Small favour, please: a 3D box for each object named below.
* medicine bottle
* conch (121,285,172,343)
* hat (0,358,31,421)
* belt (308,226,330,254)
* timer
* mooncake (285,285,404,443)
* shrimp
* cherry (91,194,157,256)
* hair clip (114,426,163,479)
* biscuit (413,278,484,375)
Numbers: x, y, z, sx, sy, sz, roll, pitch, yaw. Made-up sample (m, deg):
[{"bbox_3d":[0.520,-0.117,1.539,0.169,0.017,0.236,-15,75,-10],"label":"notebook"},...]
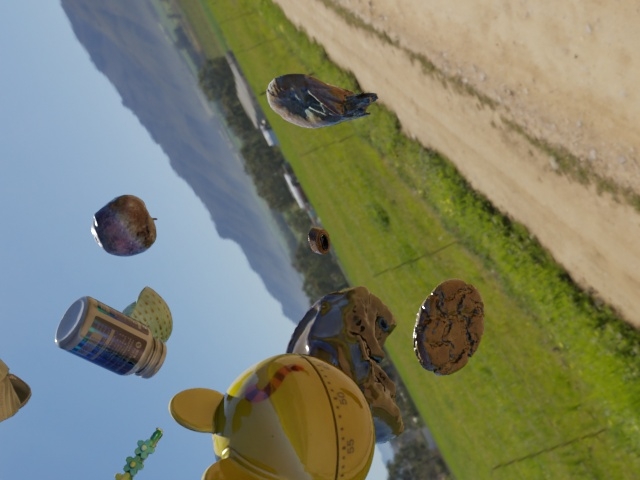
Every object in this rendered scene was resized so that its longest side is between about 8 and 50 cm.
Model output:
[{"bbox_3d":[-0.391,0.191,1.252,0.191,0.107,0.107,37,-166,-35],"label":"medicine bottle"},{"bbox_3d":[-0.428,0.215,1.608,0.131,0.172,0.200,37,-153,-17],"label":"conch"},{"bbox_3d":[-0.861,0.380,1.623,0.275,0.232,0.161,40,156,38],"label":"hat"},{"bbox_3d":[0.000,0.000,1.834,0.036,0.059,0.083,16,141,37],"label":"belt"},{"bbox_3d":[-0.093,0.406,1.350,0.376,0.386,0.376,1,92,60],"label":"timer"},{"bbox_3d":[0.086,0.332,1.729,0.246,0.393,0.394,44,168,-35],"label":"mooncake"},{"bbox_3d":[-0.001,-0.332,1.547,0.317,0.077,0.168,0,149,42],"label":"shrimp"},{"bbox_3d":[-0.598,-0.038,2.018,0.195,0.195,0.195,63,178,4],"label":"cherry"},{"bbox_3d":[-0.408,0.489,1.459,0.049,0.173,0.049,26,153,14],"label":"hair clip"},{"bbox_3d":[0.292,0.195,1.470,0.042,0.226,0.226,18,140,53],"label":"biscuit"}]
